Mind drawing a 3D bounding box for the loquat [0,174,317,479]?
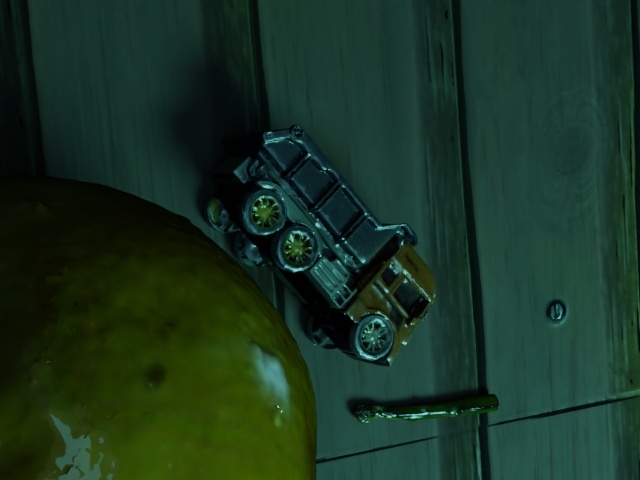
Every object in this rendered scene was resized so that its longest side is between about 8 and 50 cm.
[{"bbox_3d":[-0.155,0.120,0.696,0.328,0.328,0.328,-3,97,-23],"label":"loquat"}]

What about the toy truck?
[{"bbox_3d":[0.000,0.000,0.876,0.092,0.083,0.192,-47,110,-18],"label":"toy truck"}]

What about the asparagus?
[{"bbox_3d":[0.084,0.134,0.963,0.127,0.015,0.018,-2,87,-24],"label":"asparagus"}]
